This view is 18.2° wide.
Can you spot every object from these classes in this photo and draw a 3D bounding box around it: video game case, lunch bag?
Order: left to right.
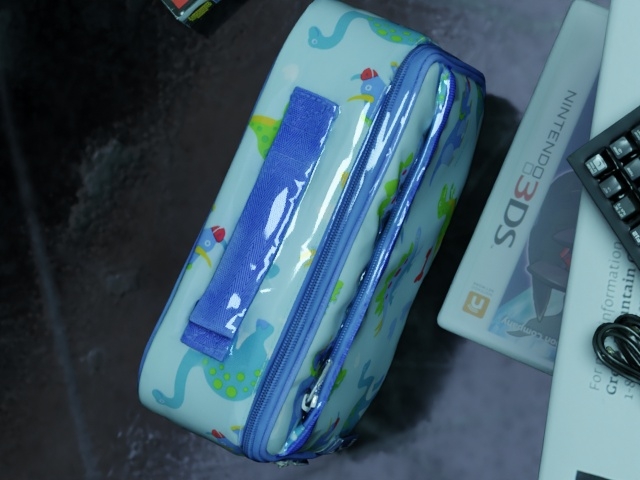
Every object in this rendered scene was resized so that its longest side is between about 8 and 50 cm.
[{"bbox_3d":[0.000,0.000,0.965,0.090,0.176,0.219,24,91,15],"label":"lunch bag"},{"bbox_3d":[0.183,-0.002,0.997,0.201,0.023,0.183,23,91,15],"label":"video game case"}]

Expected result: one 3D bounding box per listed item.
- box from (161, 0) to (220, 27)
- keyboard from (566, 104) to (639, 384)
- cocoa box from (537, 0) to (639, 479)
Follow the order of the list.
[{"bbox_3d":[-0.081,-0.196,1.079,0.094,0.027,0.137,-41,77,6],"label":"box"},{"bbox_3d":[0.154,0.034,0.718,0.108,0.023,0.180,-37,78,27],"label":"keyboard"},{"bbox_3d":[0.236,0.062,0.821,0.231,0.228,0.347,13,102,26],"label":"cocoa box"}]
